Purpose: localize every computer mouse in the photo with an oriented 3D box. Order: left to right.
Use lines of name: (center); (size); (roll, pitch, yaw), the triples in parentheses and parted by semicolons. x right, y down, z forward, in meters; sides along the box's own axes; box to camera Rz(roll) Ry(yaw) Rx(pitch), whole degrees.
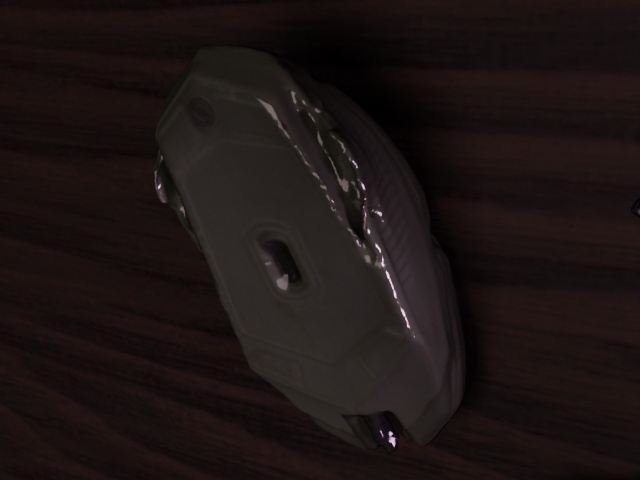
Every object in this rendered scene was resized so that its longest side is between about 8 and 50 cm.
computer mouse: (0.002, 0.001, 1.216); (0.228, 0.145, 0.428); (-11, 112, 35)

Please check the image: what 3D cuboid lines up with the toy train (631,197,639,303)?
toy train: (0.369, 0.009, 0.854); (0.300, 0.188, 0.265); (35, 108, 25)
